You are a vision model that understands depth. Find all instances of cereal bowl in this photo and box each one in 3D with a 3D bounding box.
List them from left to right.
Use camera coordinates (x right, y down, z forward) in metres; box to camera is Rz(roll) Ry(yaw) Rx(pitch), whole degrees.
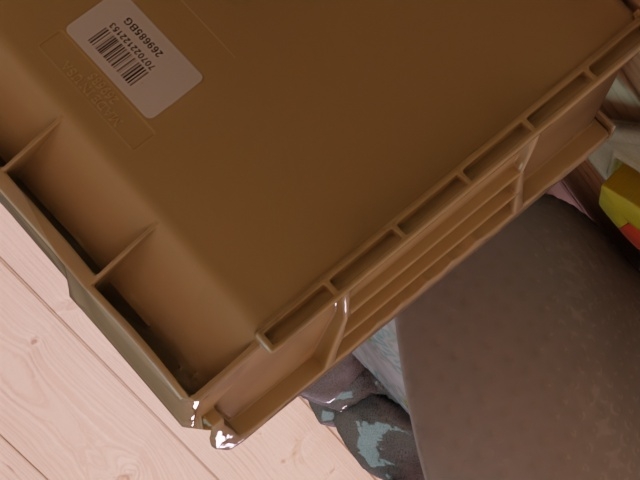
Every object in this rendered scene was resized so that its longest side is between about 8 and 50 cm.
[{"bbox_3d":[0.167,0.119,1.090,0.339,0.141,0.339,-17,-90,-73],"label":"cereal bowl"}]

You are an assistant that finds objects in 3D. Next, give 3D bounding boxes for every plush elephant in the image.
[{"bbox_3d":[0.095,0.097,1.659,0.272,0.255,0.330,11,-141,-4],"label":"plush elephant"}]

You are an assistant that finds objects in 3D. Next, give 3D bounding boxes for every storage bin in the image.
[{"bbox_3d":[-0.038,-0.086,0.780,0.262,0.260,0.123,48,163,11],"label":"storage bin"}]

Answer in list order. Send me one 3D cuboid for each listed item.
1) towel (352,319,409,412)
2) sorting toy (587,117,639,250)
[{"bbox_3d":[0.000,0.000,1.360,0.374,0.090,0.320,40,172,42],"label":"towel"},{"bbox_3d":[0.205,0.020,0.858,0.193,0.038,0.208,49,177,-16],"label":"sorting toy"}]
